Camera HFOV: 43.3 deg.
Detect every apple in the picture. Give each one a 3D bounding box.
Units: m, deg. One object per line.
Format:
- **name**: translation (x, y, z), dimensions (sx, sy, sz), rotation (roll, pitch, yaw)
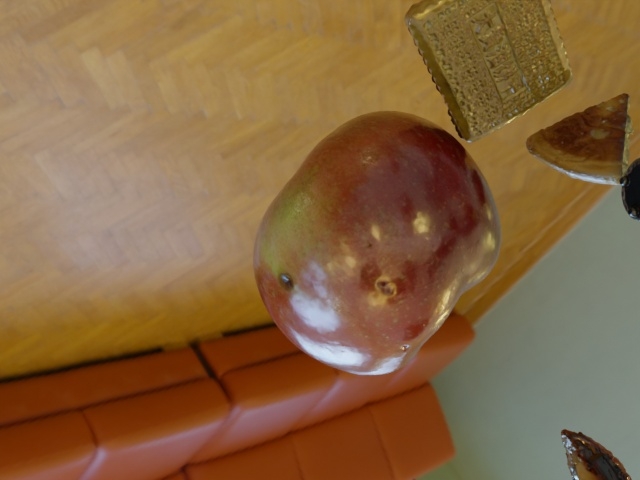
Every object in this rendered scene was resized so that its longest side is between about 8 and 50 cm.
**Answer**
- **apple**: translation (0.077, 0.006, 1.091), dimensions (0.348, 0.277, 0.348), rotation (-46, 172, -8)

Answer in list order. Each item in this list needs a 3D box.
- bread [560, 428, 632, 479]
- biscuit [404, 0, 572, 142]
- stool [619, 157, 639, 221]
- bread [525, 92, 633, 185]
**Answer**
- **bread**: translation (0.262, 0.296, 0.686), dimensions (0.139, 0.269, 0.095), rotation (-32, 164, -17)
- **biscuit**: translation (0.221, -0.237, 1.021), dimensions (0.172, 0.029, 0.254), rotation (-32, 139, 8)
- **stool**: translation (0.428, -0.061, 0.978), dimensions (0.110, 0.096, 0.096), rotation (1, 142, -18)
- **bread**: translation (0.375, -0.120, 1.089), dimensions (0.154, 0.136, 0.054), rotation (-29, 135, 10)
